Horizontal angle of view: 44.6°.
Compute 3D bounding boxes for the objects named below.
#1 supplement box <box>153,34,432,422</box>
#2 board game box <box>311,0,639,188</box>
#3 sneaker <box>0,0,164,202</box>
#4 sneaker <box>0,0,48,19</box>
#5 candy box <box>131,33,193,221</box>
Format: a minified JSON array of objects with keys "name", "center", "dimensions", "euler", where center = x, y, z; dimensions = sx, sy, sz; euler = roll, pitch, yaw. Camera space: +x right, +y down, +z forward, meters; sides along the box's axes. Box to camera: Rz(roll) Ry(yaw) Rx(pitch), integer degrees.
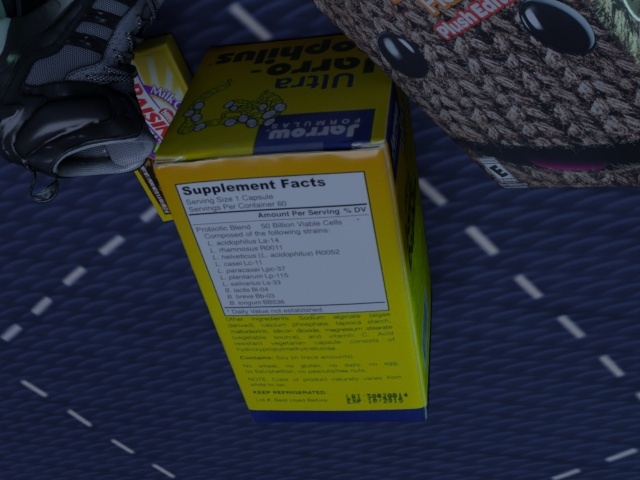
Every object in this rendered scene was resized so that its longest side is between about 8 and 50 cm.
[{"name":"supplement box","center":[0.000,0.000,0.783],"dimensions":[0.194,0.195,0.356],"euler":[-3,131,12]},{"name":"board game box","center":[0.150,-0.179,0.559],"dimensions":[0.291,0.141,0.232],"euler":[39,165,-23]},{"name":"sneaker","center":[-0.169,-0.148,0.645],"dimensions":[0.153,0.268,0.101],"euler":[46,166,4]},{"name":"sneaker","center":[-0.339,-0.272,0.626],"dimensions":[0.099,0.153,0.282],"euler":[-20,126,26]},{"name":"candy box","center":[-0.163,-0.112,0.824],"dimensions":[0.105,0.027,0.205],"euler":[-12,129,15]}]
